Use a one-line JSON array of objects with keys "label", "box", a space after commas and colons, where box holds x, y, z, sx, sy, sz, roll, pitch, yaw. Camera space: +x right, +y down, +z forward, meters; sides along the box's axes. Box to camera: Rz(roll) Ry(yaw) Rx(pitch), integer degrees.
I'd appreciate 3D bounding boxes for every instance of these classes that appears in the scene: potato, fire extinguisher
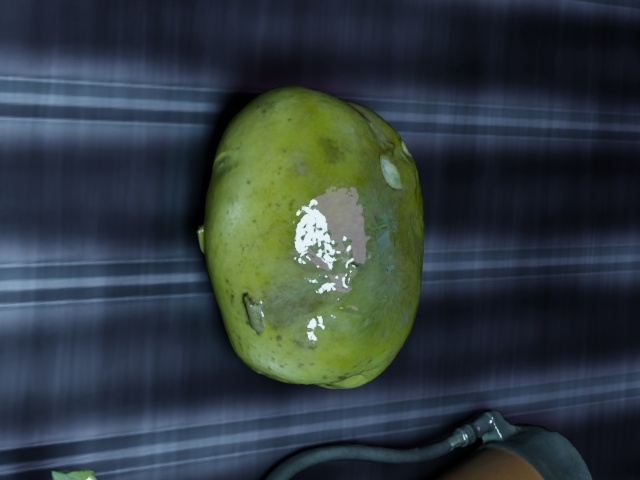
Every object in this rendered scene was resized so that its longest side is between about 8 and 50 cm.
[{"label": "potato", "box": [-0.002, 0.001, 1.278, 0.197, 0.148, 0.228, 12, 90, -29]}, {"label": "fire extinguisher", "box": [0.064, 0.258, 1.420, 0.376, 0.113, 0.200, -28, 71, -40]}]

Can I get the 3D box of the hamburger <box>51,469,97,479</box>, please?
[{"label": "hamburger", "box": [-0.195, 0.294, 1.108, 0.167, 0.192, 0.288, 9, 88, -30]}]
